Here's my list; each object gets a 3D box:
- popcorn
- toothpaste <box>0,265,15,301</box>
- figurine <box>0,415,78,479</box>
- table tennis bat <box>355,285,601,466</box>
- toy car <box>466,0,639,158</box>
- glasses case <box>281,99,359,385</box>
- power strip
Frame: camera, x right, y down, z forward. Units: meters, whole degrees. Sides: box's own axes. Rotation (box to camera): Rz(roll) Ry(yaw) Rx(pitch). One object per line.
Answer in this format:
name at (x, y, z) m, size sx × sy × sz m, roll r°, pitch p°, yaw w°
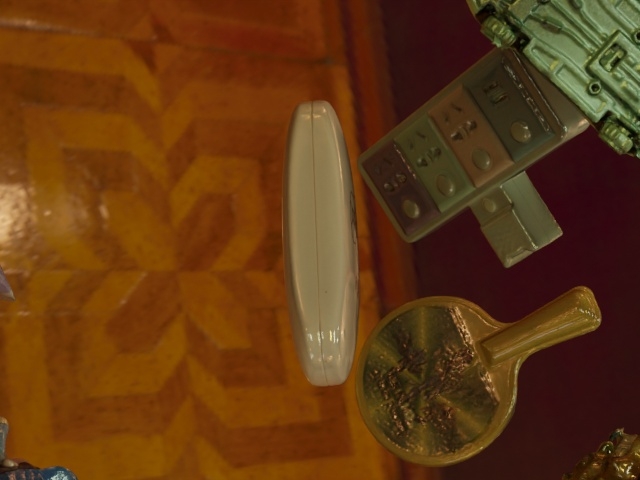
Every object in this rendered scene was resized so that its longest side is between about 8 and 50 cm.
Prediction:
popcorn at (0.381, 0.302, 1.812) m, size 0.212 × 0.198 × 0.198 m, roll 73°, pitch 35°, yaw -49°
toothpaste at (-0.292, -0.034, 1.024) m, size 0.125 × 0.371 × 0.080 m, roll 7°, pitch 64°, yaw 0°
figurine at (-0.270, 0.193, 1.252) m, size 0.149 × 0.086 × 0.087 m, roll 41°, pitch 11°, yaw 24°
table tennis bat at (0.182, 0.141, 1.773) m, size 0.050 × 0.321 × 0.198 m, roll 13°, pitch 52°, yaw -62°
toy car at (0.172, -0.133, 0.974) m, size 0.186 × 0.058 × 0.093 m, roll 39°, pitch 99°, yaw -13°
glasses case at (0.000, 0.000, 0.990) m, size 0.049 × 0.074 × 0.193 m, roll -3°, pitch 65°, yaw 4°
power strip at (0.133, -0.054, 1.186) m, size 0.061 × 0.216 × 0.145 m, roll -27°, pitch 84°, yaw -38°
